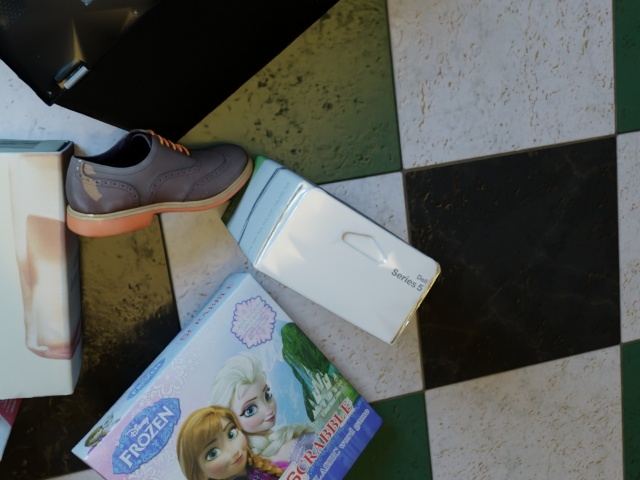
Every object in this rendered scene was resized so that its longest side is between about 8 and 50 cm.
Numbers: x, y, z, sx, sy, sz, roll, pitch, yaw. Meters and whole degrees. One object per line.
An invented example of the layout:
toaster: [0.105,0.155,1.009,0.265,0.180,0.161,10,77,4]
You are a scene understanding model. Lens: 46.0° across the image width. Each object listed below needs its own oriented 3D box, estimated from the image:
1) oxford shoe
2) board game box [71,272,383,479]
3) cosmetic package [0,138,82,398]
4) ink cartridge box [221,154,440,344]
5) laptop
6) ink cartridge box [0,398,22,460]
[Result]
oxford shoe: [-0.183,-0.088,0.919,0.271,0.097,0.098,-28,129,-47]
board game box: [-0.108,0.266,1.034,0.318,0.066,0.318,49,64,-19]
cosmetic package: [-0.367,0.029,0.928,0.129,0.153,0.296,-1,104,-13]
ink cartridge box: [0.000,0.000,0.950,0.198,0.273,0.114,30,94,-19]
laptop: [-0.173,-0.332,0.798,0.382,0.236,0.408,-39,112,11]
ink cartridge box: [-0.505,0.200,0.920,0.237,0.172,0.100,40,93,-19]
